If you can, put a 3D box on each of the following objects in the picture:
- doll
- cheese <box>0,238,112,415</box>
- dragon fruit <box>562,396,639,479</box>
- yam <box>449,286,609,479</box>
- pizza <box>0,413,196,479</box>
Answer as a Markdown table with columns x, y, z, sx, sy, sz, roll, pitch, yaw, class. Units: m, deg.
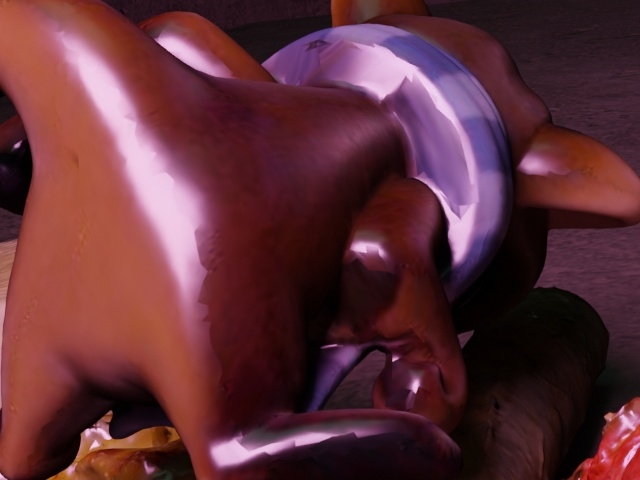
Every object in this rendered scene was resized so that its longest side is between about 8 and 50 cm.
| x | y | z | sx | sy | sz | roll | pitch | yaw | class |
| --- | --- | --- | --- | --- | --- | --- | --- | --- | --- |
| -0.024 | 0.000 | 0.827 | 0.318 | 0.209 | 0.340 | 32 | 27 | 22 | doll |
| -0.220 | 0.084 | 1.089 | 0.265 | 0.124 | 0.242 | -20 | 16 | -33 | cheese |
| 0.148 | 0.096 | 0.795 | 0.106 | 0.083 | 0.162 | -4 | 16 | 40 | dragon fruit |
| 0.076 | 0.094 | 0.874 | 0.083 | 0.083 | 0.371 | -8 | 13 | 16 | yam |
| -0.107 | 0.129 | 0.879 | 0.323 | 0.089 | 0.223 | -4 | 17 | 30 | pizza |
